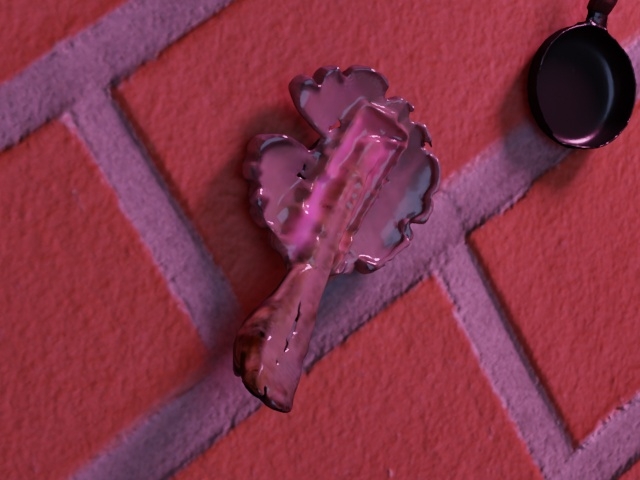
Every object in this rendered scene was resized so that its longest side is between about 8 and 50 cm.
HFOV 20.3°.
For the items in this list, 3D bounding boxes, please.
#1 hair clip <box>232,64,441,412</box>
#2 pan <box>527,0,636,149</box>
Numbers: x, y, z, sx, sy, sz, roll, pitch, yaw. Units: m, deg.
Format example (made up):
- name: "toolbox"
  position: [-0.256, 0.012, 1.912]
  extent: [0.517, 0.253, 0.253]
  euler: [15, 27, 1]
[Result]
- name: "hair clip"
  position: [-0.005, 0.002, 1.463]
  extent: [0.173, 0.069, 0.300]
  euler: [39, 62, -28]
- name: "pan"
  position: [0.247, -0.188, 1.627]
  extent: [0.115, 0.040, 0.212]
  euler: [12, 93, -31]
